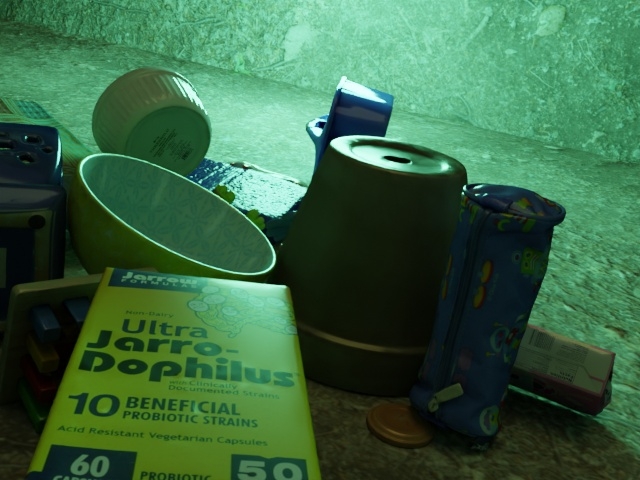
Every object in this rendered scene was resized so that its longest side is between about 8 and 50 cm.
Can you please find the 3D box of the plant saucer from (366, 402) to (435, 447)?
[{"bbox_3d":[0.097,0.218,0.959,0.084,0.013,0.083,9,21,-3],"label":"plant saucer"}]

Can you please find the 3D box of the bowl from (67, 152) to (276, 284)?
[{"bbox_3d":[-0.219,0.024,1.072,0.290,0.156,0.289,28,16,-9],"label":"bowl"}]

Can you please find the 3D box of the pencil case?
[{"bbox_3d":[0.190,0.085,0.948,0.119,0.306,0.133,21,15,31],"label":"pencil case"}]

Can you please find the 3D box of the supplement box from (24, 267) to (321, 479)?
[{"bbox_3d":[-0.119,0.186,0.682,0.194,0.195,0.356,7,20,-9],"label":"supplement box"}]

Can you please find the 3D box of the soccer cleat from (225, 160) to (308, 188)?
[{"bbox_3d":[-0.116,-0.120,1.700,0.196,0.068,0.076,16,6,14],"label":"soccer cleat"}]

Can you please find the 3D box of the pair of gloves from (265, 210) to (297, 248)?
[{"bbox_3d":[0.000,0.000,1.331,0.159,0.023,0.198,-3,-25,11],"label":"pair of gloves"}]

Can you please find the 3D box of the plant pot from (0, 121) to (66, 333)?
[{"bbox_3d":[-0.440,-0.008,1.011,0.236,0.235,0.212,-1,28,-26],"label":"plant pot"}]

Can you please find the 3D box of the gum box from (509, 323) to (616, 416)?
[{"bbox_3d":[0.290,0.162,1.052,0.188,0.062,0.107,18,-19,22],"label":"gum box"}]

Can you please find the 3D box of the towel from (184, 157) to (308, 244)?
[{"bbox_3d":[-0.185,-0.075,1.537,0.308,0.076,0.227,17,28,16],"label":"towel"}]

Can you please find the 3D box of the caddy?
[{"bbox_3d":[0.053,-0.243,1.847,0.179,0.241,0.341,15,20,0],"label":"caddy"}]

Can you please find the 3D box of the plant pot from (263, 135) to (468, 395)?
[{"bbox_3d":[0.082,0.013,1.122,0.323,0.280,0.323,9,19,-3],"label":"plant pot"}]

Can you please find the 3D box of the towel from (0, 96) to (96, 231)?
[{"bbox_3d":[-0.452,-0.137,1.351,0.370,0.040,0.271,39,15,14],"label":"towel"}]

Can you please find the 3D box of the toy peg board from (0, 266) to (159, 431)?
[{"bbox_3d":[-0.249,0.123,0.865,0.161,0.160,0.079,-8,42,-39],"label":"toy peg board"}]

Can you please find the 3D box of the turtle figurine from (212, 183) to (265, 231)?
[{"bbox_3d":[-0.184,0.009,1.276,0.270,0.087,0.217,30,41,16],"label":"turtle figurine"}]

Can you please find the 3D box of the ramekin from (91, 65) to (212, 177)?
[{"bbox_3d":[-0.294,-0.197,1.443,0.207,0.207,0.109,-5,38,-36],"label":"ramekin"}]
